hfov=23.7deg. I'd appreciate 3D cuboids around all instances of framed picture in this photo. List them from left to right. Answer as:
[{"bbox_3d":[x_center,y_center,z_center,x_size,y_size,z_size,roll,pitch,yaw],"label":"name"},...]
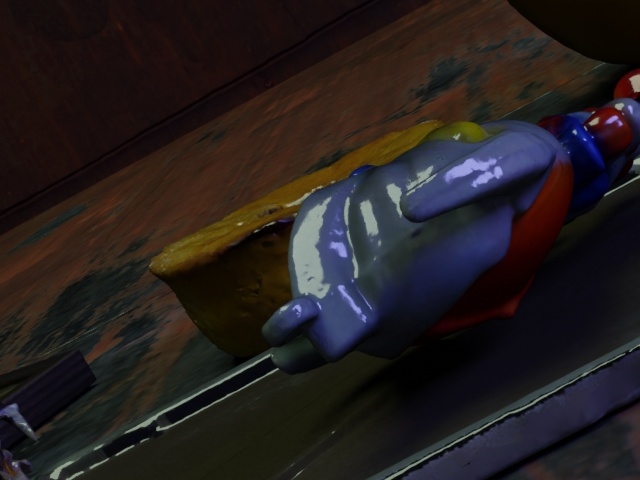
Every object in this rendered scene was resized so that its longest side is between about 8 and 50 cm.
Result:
[{"bbox_3d":[-0.214,0.118,0.809,0.128,0.023,0.168,-19,13,46],"label":"framed picture"},{"bbox_3d":[0.010,0.054,0.504,0.289,0.016,0.213,-28,10,4],"label":"framed picture"}]

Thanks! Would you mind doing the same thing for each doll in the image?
[{"bbox_3d":[0.050,-0.009,0.481,0.104,0.062,0.194,-17,9,47],"label":"doll"}]

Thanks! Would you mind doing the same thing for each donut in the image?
[{"bbox_3d":[0.000,0.000,0.696,0.152,0.058,0.152,-27,9,5],"label":"donut"}]

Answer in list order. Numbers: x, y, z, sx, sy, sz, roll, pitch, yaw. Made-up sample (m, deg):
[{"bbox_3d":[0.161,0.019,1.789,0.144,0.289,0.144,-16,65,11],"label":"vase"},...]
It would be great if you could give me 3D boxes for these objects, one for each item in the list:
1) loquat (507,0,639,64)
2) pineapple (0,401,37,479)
[{"bbox_3d":[0.177,-0.198,0.810,0.208,0.208,0.208,-28,9,5],"label":"loquat"},{"bbox_3d":[-0.156,0.130,0.449,0.221,0.047,0.221,-40,9,7],"label":"pineapple"}]
